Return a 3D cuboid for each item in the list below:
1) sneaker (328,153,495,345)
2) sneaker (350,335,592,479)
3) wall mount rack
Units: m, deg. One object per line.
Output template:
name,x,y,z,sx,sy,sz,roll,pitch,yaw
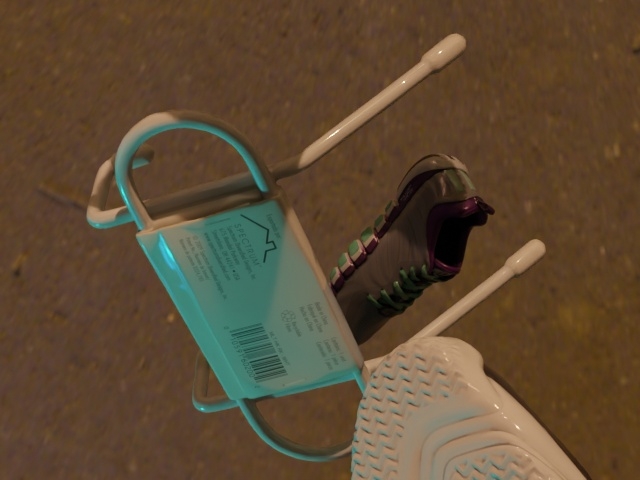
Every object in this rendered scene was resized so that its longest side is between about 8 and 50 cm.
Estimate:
sneaker,0.080,0.028,1.685,0.083,0.098,0.224,14,118,-36
sneaker,0.121,0.156,0.723,0.101,0.153,0.268,-42,69,31
wall mount rack,0.000,0.000,1.369,0.304,0.130,0.350,-15,124,16
